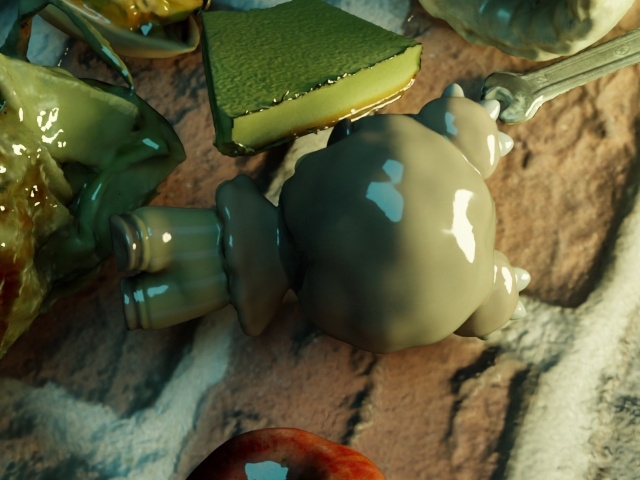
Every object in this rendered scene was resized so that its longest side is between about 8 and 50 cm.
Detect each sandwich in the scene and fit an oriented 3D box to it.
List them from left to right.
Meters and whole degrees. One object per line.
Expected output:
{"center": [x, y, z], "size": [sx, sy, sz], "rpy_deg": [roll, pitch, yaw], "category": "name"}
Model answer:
{"center": [-0.058, -0.166, 1.645], "size": [0.245, 0.063, 0.212], "rpy_deg": [-23, 38, -36], "category": "sandwich"}

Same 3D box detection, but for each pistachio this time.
{"center": [-0.214, -0.274, 1.748], "size": [0.230, 0.157, 0.157], "rpy_deg": [29, 74, 15], "category": "pistachio"}

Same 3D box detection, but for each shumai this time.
{"center": [-0.304, -0.066, 1.581], "size": [0.348, 0.395, 0.395], "rpy_deg": [-21, 64, -26], "category": "shumai"}

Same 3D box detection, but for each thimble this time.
{"center": [0.195, -0.325, 1.624], "size": [0.291, 0.291, 0.195], "rpy_deg": [29, 69, 18], "category": "thimble"}

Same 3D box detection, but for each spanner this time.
{"center": [0.306, -0.189, 1.702], "size": [0.302, 0.017, 0.071], "rpy_deg": [-23, 66, -3], "category": "spanner"}

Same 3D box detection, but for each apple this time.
{"center": [-0.030, 0.274, 1.445], "size": [0.234, 0.234, 0.234], "rpy_deg": [-3, 67, 7], "category": "apple"}

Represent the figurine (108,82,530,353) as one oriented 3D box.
{"center": [-0.001, 0.000, 1.548], "size": [0.381, 0.203, 0.248], "rpy_deg": [-8, 101, -2], "category": "figurine"}
